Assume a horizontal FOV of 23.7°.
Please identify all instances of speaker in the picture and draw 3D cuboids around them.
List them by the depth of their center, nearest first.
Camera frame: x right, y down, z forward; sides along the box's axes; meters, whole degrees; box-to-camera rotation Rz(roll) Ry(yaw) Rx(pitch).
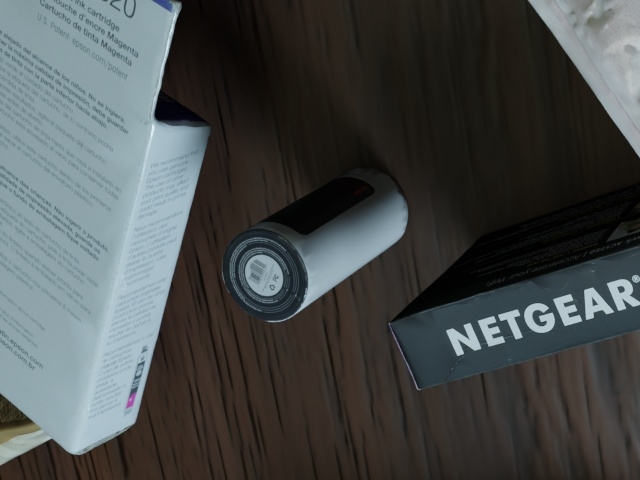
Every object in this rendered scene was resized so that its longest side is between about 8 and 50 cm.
[{"bbox_3d":[0.000,0.000,0.882,0.055,0.136,0.055,10,111,26],"label":"speaker"}]

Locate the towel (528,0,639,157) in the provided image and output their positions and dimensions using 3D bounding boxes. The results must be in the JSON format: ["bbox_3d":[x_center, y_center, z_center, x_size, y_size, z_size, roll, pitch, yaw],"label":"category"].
[{"bbox_3d":[0.245,-0.159,0.646,0.332,0.053,0.317,-44,69,27],"label":"towel"}]

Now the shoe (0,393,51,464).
[{"bbox_3d":[-0.221,0.114,1.112,0.219,0.058,0.077,-33,73,32],"label":"shoe"}]

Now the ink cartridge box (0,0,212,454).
[{"bbox_3d":[-0.216,-0.082,0.977,0.324,0.071,0.330,36,125,25],"label":"ink cartridge box"}]

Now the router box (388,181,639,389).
[{"bbox_3d":[0.141,0.014,0.810,0.179,0.133,0.046,-20,100,35],"label":"router box"}]
